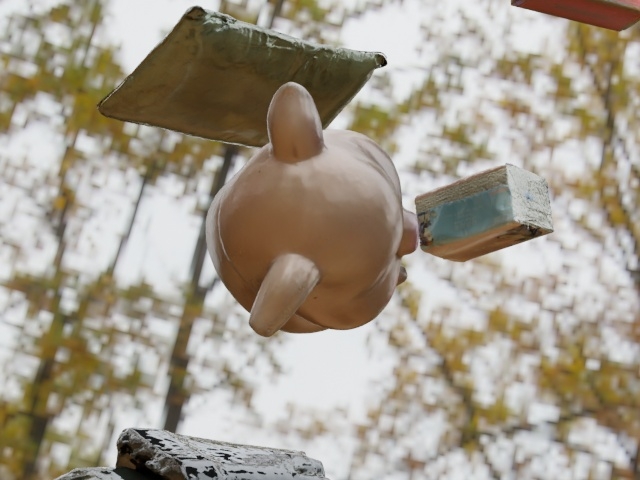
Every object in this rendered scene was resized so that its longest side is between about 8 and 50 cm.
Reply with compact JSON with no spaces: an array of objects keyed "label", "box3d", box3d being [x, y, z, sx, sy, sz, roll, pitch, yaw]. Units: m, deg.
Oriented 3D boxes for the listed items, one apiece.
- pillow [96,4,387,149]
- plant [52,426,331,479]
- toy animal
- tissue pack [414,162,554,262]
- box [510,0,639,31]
[{"label":"pillow","box3d":[-0.078,-0.171,2.051,0.302,0.075,0.185,10,-42,-44]},{"label":"plant","box3d":[-0.114,0.239,1.531,0.256,0.164,0.142,-7,17,-25]},{"label":"toy animal","box3d":[-0.008,-0.009,1.390,0.154,0.166,0.250,-14,-9,-3]},{"label":"tissue pack","box3d":[0.132,-0.021,1.524,0.094,0.058,0.074,-20,-21,32]},{"label":"box","box3d":[0.219,-0.274,1.589,0.112,0.175,0.048,11,-20,-23]}]
